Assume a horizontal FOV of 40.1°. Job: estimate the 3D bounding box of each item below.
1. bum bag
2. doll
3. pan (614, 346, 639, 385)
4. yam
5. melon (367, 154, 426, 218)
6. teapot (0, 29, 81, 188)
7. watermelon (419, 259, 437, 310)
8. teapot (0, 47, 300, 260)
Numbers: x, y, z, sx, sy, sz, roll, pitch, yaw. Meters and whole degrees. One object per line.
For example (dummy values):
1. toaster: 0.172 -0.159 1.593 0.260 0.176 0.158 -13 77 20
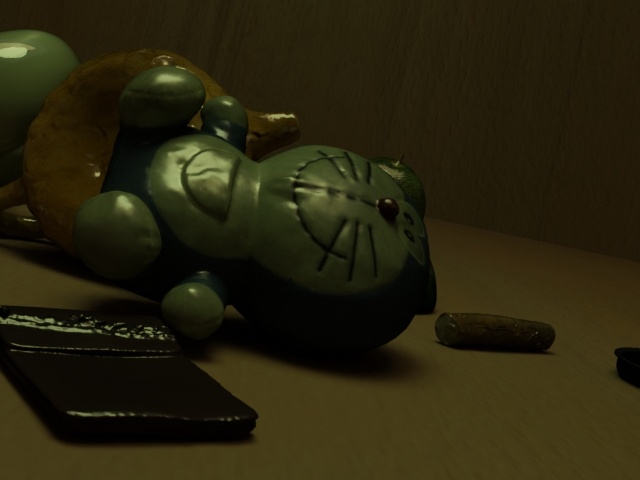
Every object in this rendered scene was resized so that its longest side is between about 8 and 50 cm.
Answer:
1. bum bag: -0.110 0.065 0.467 0.109 0.026 0.159 9 7 -36
2. doll: -0.039 -0.006 0.650 0.258 0.154 0.228 11 46 -9
3. pan: 0.352 0.133 0.761 0.136 0.028 0.235 10 3 -17
4. yam: 0.168 0.086 0.823 0.145 0.032 0.032 9 7 -37
5. melon: 0.063 -0.027 1.030 0.114 0.167 0.114 21 20 -8
6. teapot: -0.337 -0.125 0.947 0.220 0.149 0.318 -21 7 4
7. watermelon: 0.082 0.053 0.952 0.181 0.092 0.075 7 52 -62
8. teapot: -0.166 -0.058 0.819 0.311 0.203 0.167 -21 -22 13
